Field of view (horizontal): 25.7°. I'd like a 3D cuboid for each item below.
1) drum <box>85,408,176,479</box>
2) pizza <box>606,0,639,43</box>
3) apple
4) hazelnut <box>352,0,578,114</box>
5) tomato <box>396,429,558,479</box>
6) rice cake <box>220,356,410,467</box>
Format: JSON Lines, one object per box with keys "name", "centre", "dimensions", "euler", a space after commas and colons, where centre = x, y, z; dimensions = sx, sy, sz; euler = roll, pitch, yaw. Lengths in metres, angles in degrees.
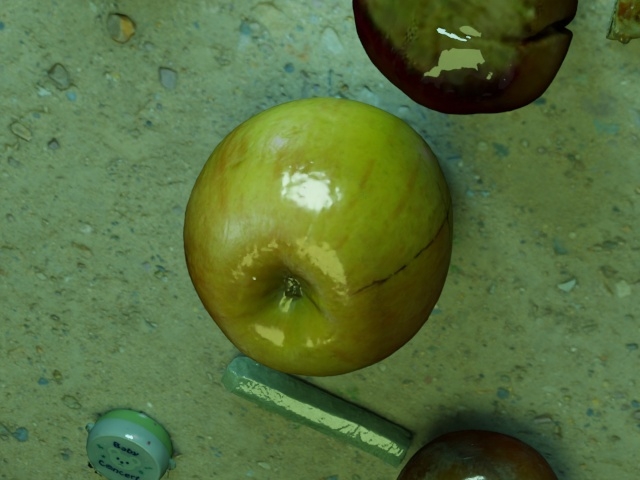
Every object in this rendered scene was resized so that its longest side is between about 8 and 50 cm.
{"name": "drum", "centre": [-0.293, 0.316, 1.928], "dimensions": [0.130, 0.049, 0.253], "euler": [35, 133, -10]}
{"name": "pizza", "centre": [0.301, -0.228, 1.209], "dimensions": [0.176, 0.036, 0.185], "euler": [-29, 114, 39]}
{"name": "apple", "centre": [0.000, 0.000, 1.399], "dimensions": [0.286, 0.233, 0.286], "euler": [12, 132, 13]}
{"name": "hazelnut", "centre": [0.134, -0.197, 1.222], "dimensions": [0.208, 0.208, 0.208], "euler": [12, 133, 13]}
{"name": "tomato", "centre": [0.180, 0.303, 1.638], "dimensions": [0.214, 0.181, 0.155], "euler": [-2, 122, 19]}
{"name": "rice cake", "centre": [-0.006, 0.208, 1.719], "dimensions": [0.245, 0.042, 0.045], "euler": [24, 132, 1]}
